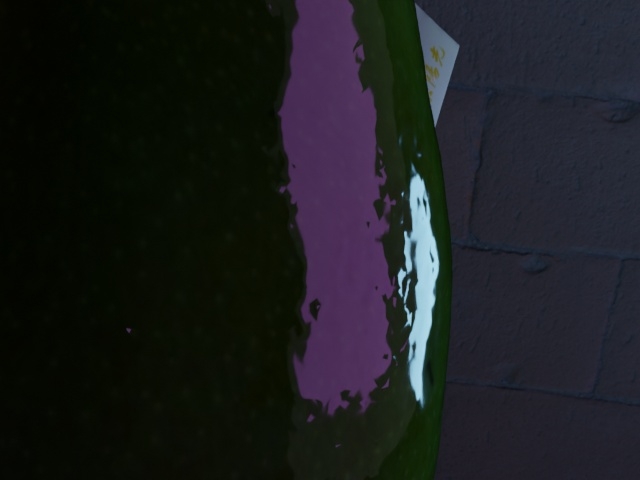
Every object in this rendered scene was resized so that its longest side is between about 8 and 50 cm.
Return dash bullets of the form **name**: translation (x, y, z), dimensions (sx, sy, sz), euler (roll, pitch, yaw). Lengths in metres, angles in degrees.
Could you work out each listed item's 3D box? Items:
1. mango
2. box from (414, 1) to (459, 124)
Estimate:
- **mango**: translation (-0.055, -0.012, 0.434), dimensions (0.225, 0.201, 0.382), euler (-60, 157, -58)
- **box**: translation (-0.011, -0.059, 1.104), dimensions (0.200, 0.065, 0.343), euler (35, 64, -41)
